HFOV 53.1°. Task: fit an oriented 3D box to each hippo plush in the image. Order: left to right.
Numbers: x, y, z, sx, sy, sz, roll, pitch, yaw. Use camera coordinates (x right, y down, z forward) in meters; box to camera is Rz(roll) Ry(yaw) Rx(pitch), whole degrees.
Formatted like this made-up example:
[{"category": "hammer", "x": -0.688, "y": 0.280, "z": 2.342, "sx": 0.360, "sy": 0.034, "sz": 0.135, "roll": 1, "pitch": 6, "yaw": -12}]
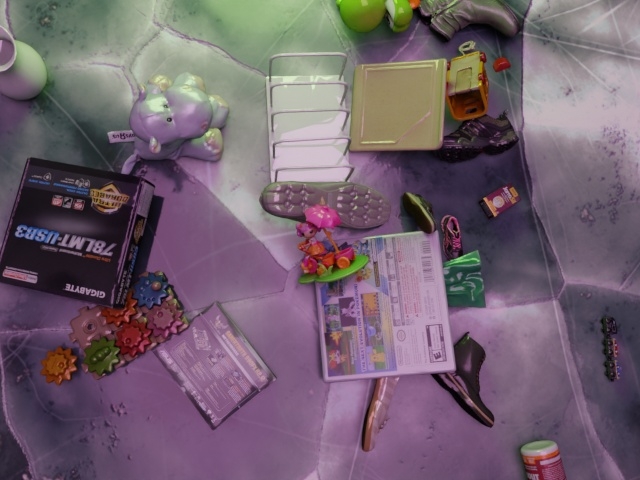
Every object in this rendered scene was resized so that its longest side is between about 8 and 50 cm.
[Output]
[{"category": "hippo plush", "x": -0.350, "y": -0.289, "z": 1.428, "sx": 0.294, "sy": 0.236, "sz": 0.234, "roll": -13, "pitch": 85, "yaw": -7}]

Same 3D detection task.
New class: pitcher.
[{"category": "pitcher", "x": -0.698, "y": -0.415, "z": 1.424, "sx": 0.125, "sy": 0.207, "sz": 0.178, "roll": -20, "pitch": 85, "yaw": -8}]

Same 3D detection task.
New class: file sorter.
[{"category": "file sorter", "x": -0.025, "y": -0.275, "z": 1.492, "sx": 0.193, "sy": 0.173, "sz": 0.277, "roll": -3, "pitch": 84, "yaw": -5}]

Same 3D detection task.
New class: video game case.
[{"category": "video game case", "x": 0.142, "y": 0.150, "z": 1.482, "sx": 0.300, "sy": 0.036, "sz": 0.329, "roll": -6, "pitch": 77, "yaw": 4}]

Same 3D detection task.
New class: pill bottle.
[{"category": "pill bottle", "x": 0.525, "y": 0.551, "z": 1.487, "sx": 0.086, "sy": 0.086, "sz": 0.152, "roll": -13, "pitch": 84, "yaw": -7}]

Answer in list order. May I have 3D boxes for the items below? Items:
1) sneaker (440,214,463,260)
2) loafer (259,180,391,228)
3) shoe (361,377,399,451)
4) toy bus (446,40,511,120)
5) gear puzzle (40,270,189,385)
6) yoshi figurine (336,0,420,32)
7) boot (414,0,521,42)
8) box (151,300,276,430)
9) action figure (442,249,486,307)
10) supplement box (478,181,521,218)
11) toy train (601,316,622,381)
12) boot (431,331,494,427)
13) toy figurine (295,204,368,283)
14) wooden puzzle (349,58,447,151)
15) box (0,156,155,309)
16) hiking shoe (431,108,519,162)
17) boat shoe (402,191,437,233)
[{"category": "sneaker", "x": 0.323, "y": -0.005, "z": 1.551, "sx": 0.047, "sy": 0.057, "sz": 0.119, "roll": -12, "pitch": 85, "yaw": -9}, {"category": "loafer", "x": 0.013, "y": -0.088, "z": 1.507, "sx": 0.319, "sy": 0.111, "sz": 0.112, "roll": 8, "pitch": 90, "yaw": -22}, {"category": "shoe", "x": 0.142, "y": 0.379, "z": 1.475, "sx": 0.058, "sy": 0.076, "sz": 0.219, "roll": 14, "pitch": 80, "yaw": 3}, {"category": "toy bus", "x": 0.363, "y": -0.381, "z": 1.573, "sx": 0.202, "sy": 0.191, "sz": 0.104, "roll": -37, "pitch": 127, "yaw": -11}, {"category": "gear puzzle", "x": -0.477, "y": 0.202, "z": 1.426, "sx": 0.339, "sy": 0.044, "sz": 0.175, "roll": -30, "pitch": 70, "yaw": -5}, {"category": "yoshi figurine", "x": 0.087, "y": -0.649, "z": 1.535, "sx": 0.203, "sy": 0.203, "sz": 0.362, "roll": -31, "pitch": 77, "yaw": 32}, {"category": "boot", "x": 0.367, "y": -0.556, "z": 1.621, "sx": 0.246, "sy": 0.083, "sz": 0.161, "roll": 41, "pitch": 86, "yaw": 8}, {"category": "box", "x": -0.240, "y": 0.281, "z": 1.459, "sx": 0.183, "sy": 0.056, "sz": 0.231, "roll": -38, "pitch": 88, "yaw": -10}, {"category": "action figure", "x": 0.268, "y": 0.107, "z": 1.529, "sx": 0.232, "sy": 0.063, "sz": 0.137, "roll": -8, "pitch": 85, "yaw": 0}, {"category": "supplement box", "x": 0.442, "y": -0.097, "z": 1.581, "sx": 0.083, "sy": 0.043, "sz": 0.055, "roll": -32, "pitch": 86, "yaw": -9}, {"category": "toy train", "x": 0.715, "y": 0.266, "z": 1.572, "sx": 0.036, "sy": 0.027, "sz": 0.158, "roll": 1, "pitch": 82, "yaw": -16}, {"category": "boot", "x": 0.368, "y": 0.326, "z": 1.509, "sx": 0.137, "sy": 0.077, "sz": 0.198, "roll": -42, "pitch": 90, "yaw": -14}, {"category": "toy figurine", "x": 0.000, "y": 0.000, "z": 1.423, "sx": 0.173, "sy": 0.130, "sz": 0.159, "roll": -16, "pitch": 105, "yaw": 25}, {"category": "wooden puzzle", "x": 0.186, "y": -0.321, "z": 1.542, "sx": 0.239, "sy": 0.044, "sz": 0.221, "roll": 1, "pitch": 82, "yaw": 25}, {"category": "box", "x": -0.547, "y": -0.018, "z": 1.429, "sx": 0.295, "sy": 0.073, "sz": 0.293, "roll": 12, "pitch": 81, "yaw": 10}, {"category": "hiking shoe", "x": 0.370, "y": -0.264, "z": 1.585, "sx": 0.227, "sy": 0.086, "sz": 0.114, "roll": -8, "pitch": 70, "yaw": -12}, {"category": "boat shoe", "x": 0.244, "y": -0.072, "z": 1.518, "sx": 0.049, "sy": 0.056, "sz": 0.152, "roll": -11, "pitch": 40, "yaw": -14}]
